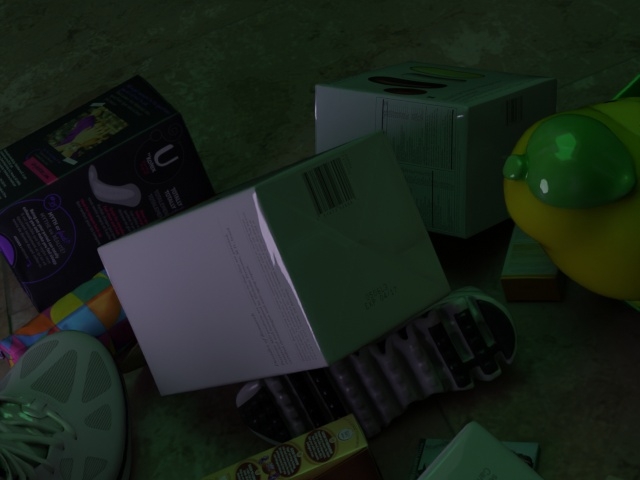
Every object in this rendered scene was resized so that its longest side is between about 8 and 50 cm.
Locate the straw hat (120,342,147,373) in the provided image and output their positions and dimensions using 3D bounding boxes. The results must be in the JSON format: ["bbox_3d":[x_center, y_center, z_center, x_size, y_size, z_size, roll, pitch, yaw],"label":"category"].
[{"bbox_3d":[-0.149,0.118,1.438,0.061,0.144,0.144,45,65,8],"label":"straw hat"}]

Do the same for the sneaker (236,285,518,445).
[{"bbox_3d":[0.056,0.126,1.321,0.292,0.110,0.118,-20,16,6],"label":"sneaker"}]

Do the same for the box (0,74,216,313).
[{"bbox_3d":[-0.291,-0.062,1.646,0.270,0.165,0.143,-30,38,-13],"label":"box"}]

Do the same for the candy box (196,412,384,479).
[{"bbox_3d":[-0.033,0.245,1.194,0.186,0.109,0.053,-24,37,-4],"label":"candy box"}]

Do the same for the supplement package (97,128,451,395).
[{"bbox_3d":[-0.054,0.029,1.280,0.177,0.175,0.293,-27,6,-39],"label":"supplement package"}]

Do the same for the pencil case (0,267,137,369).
[{"bbox_3d":[-0.258,0.096,1.494,0.236,0.104,0.104,-36,40,-20],"label":"pencil case"}]

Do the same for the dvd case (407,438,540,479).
[{"bbox_3d":[0.141,0.224,1.217,0.119,0.013,0.087,-2,41,25],"label":"dvd case"}]

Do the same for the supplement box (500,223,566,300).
[{"bbox_3d":[0.236,0.020,1.403,0.062,0.036,0.098,-1,41,24],"label":"supplement box"}]

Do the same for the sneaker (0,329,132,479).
[{"bbox_3d":[-0.278,0.212,1.198,0.169,0.257,0.447,11,47,2],"label":"sneaker"}]

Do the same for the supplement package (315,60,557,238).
[{"bbox_3d":[0.131,-0.110,1.469,0.203,0.149,0.194,13,22,36],"label":"supplement package"}]

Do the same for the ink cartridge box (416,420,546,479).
[{"bbox_3d":[0.140,0.352,0.795,0.384,0.160,0.279,41,63,12],"label":"ink cartridge box"}]

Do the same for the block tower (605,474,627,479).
[{"bbox_3d":[0.193,0.341,0.984,0.097,0.091,0.335,14,50,38],"label":"block tower"}]

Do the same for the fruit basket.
[{"bbox_3d":[0.325,-0.036,1.150,0.283,0.392,0.392,-42,40,-4],"label":"fruit basket"}]
